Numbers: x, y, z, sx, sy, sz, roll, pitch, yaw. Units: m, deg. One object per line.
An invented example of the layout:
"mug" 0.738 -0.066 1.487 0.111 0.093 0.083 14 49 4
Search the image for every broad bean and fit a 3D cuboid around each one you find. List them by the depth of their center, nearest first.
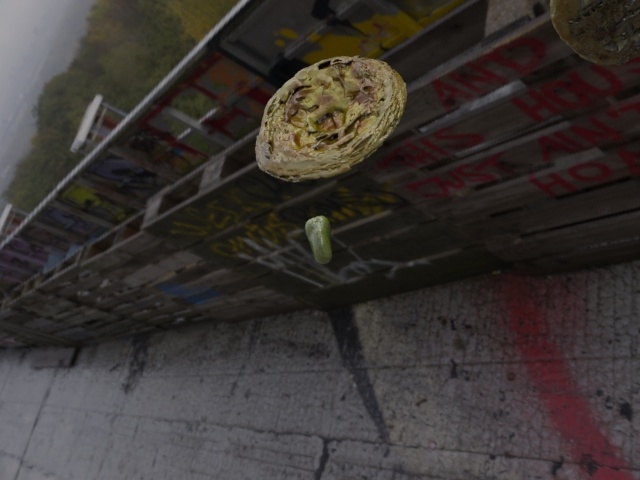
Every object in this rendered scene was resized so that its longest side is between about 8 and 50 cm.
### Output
"broad bean" 0.000 0.000 1.024 0.063 0.045 0.083 101 158 -78

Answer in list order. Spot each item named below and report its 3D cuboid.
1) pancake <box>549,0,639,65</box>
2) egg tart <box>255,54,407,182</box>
"pancake" 0.485 -0.405 0.916 0.282 0.282 0.049 -49 38 24
"egg tart" 0.008 -0.088 0.464 0.129 0.049 0.128 -16 51 20
